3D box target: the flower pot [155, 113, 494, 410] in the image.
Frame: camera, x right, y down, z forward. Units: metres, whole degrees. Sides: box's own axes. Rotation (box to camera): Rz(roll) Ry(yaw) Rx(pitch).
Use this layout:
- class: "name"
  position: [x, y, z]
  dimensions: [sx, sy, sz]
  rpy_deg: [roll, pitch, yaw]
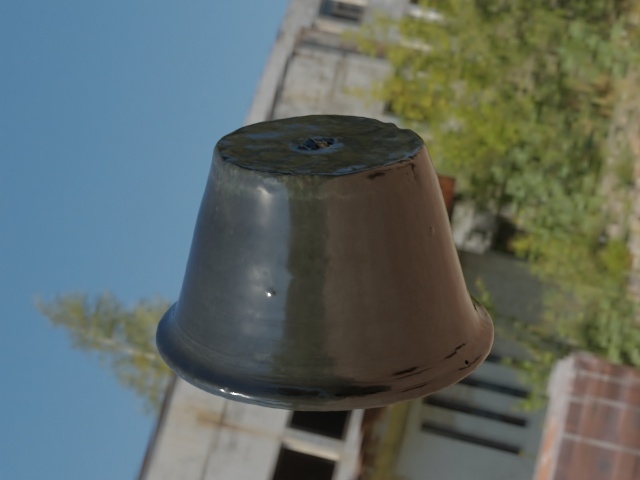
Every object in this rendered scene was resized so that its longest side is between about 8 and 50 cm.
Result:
- class: "flower pot"
  position: [0.000, 0.000, 1.011]
  dimensions: [0.235, 0.235, 0.148]
  rpy_deg: [-57, -32, -65]
